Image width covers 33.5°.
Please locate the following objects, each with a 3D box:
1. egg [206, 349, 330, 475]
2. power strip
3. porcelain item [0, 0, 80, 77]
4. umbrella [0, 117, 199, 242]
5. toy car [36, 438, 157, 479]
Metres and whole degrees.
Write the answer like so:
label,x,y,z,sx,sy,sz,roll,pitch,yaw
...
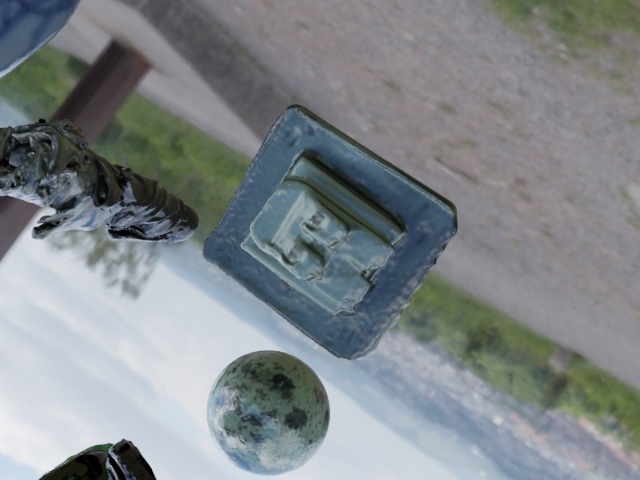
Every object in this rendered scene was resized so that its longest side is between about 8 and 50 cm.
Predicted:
label,x,y,z,sx,sy,sz,roll,pitch,yaw
egg,-0.057,0.182,1.131,0.132,0.132,0.172,34,169,16
power strip,0.000,0.000,1.040,0.213,0.198,0.064,34,-162,9
porcelain item,-0.424,-0.270,1.170,0.178,0.405,0.243,19,138,45
umbrella,-0.244,-0.044,1.241,0.113,0.106,0.357,-14,164,19
toy car,-0.172,0.355,0.975,0.358,0.213,0.176,37,158,43
